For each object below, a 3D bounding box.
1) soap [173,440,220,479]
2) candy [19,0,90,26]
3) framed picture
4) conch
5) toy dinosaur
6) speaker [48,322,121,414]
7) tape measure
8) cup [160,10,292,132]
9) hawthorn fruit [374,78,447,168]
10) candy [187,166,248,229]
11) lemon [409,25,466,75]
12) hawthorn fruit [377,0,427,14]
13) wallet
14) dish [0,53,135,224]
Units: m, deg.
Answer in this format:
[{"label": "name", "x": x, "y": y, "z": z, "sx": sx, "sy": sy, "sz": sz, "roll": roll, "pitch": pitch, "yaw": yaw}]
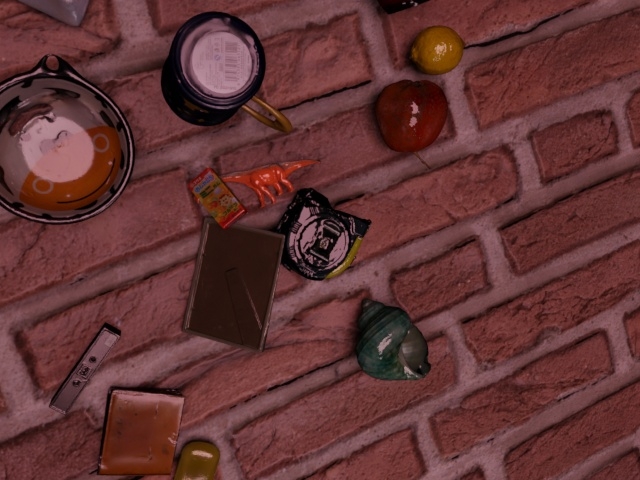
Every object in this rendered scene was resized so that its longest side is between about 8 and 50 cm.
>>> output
[{"label": "soap", "x": -0.277, "y": 0.513, "z": 1.244, "sx": 0.088, "sy": 0.045, "sz": 0.140, "roll": 16, "pitch": 91, "yaw": -21}, {"label": "candy", "x": -0.507, "y": -0.493, "z": 1.030, "sx": 0.174, "sy": 0.071, "sz": 0.138, "roll": 22, "pitch": 91, "yaw": -18}, {"label": "framed picture", "x": -0.185, "y": 0.092, "z": 1.187, "sx": 0.189, "sy": 0.023, "sz": 0.260, "roll": 12, "pitch": 93, "yaw": 11}, {"label": "conch", "x": 0.157, "y": 0.232, "z": 1.306, "sx": 0.196, "sy": 0.134, "sz": 0.202, "roll": -18, "pitch": 99, "yaw": -56}, {"label": "toy dinosaur", "x": -0.132, "y": -0.121, "z": 1.209, "sx": 0.279, "sy": 0.055, "sz": 0.101, "roll": -25, "pitch": 94, "yaw": -12}, {"label": "speaker", "x": -0.481, "y": 0.262, "z": 1.148, "sx": 0.040, "sy": 0.046, "sz": 0.191, "roll": 36, "pitch": 86, "yaw": -19}, {"label": "tape measure", "x": 0.000, "y": 0.000, "z": 1.235, "sx": 0.199, "sy": 0.112, "sz": 0.186, "roll": 26, "pitch": 91, "yaw": -18}, {"label": "cup", "x": -0.166, "y": -0.311, "z": 1.065, "sx": 0.254, "sy": 0.256, "sz": 0.179, "roll": 4, "pitch": 96, "yaw": -19}, {"label": "hawthorn fruit", "x": 0.202, "y": -0.255, "z": 1.259, "sx": 0.162, "sy": 0.163, "sz": 0.204, "roll": -7, "pitch": 117, "yaw": -17}, {"label": "candy", "x": -0.213, "y": -0.087, "z": 1.163, "sx": 0.062, "sy": 0.038, "sz": 0.122, "roll": -40, "pitch": 88, "yaw": 1}, {"label": "lemon", "x": 0.261, "y": -0.428, "z": 1.263, "sx": 0.133, "sy": 0.109, "sz": 0.109, "roll": -12, "pitch": 100, "yaw": -7}, {"label": "hawthorn fruit", "x": 0.169, "y": -0.605, "z": 1.188, "sx": 0.189, "sy": 0.189, "sz": 0.251, "roll": -31, "pitch": 86, "yaw": -12}, {"label": "wallet", "x": -0.384, "y": 0.410, "z": 1.203, "sx": 0.160, "sy": 0.042, "sz": 0.196, "roll": 8, "pitch": 97, "yaw": -14}, {"label": "dish", "x": -0.493, "y": -0.173, "z": 1.049, "sx": 0.303, "sy": 0.120, "sz": 0.303, "roll": -2, "pitch": 98, "yaw": -17}]
